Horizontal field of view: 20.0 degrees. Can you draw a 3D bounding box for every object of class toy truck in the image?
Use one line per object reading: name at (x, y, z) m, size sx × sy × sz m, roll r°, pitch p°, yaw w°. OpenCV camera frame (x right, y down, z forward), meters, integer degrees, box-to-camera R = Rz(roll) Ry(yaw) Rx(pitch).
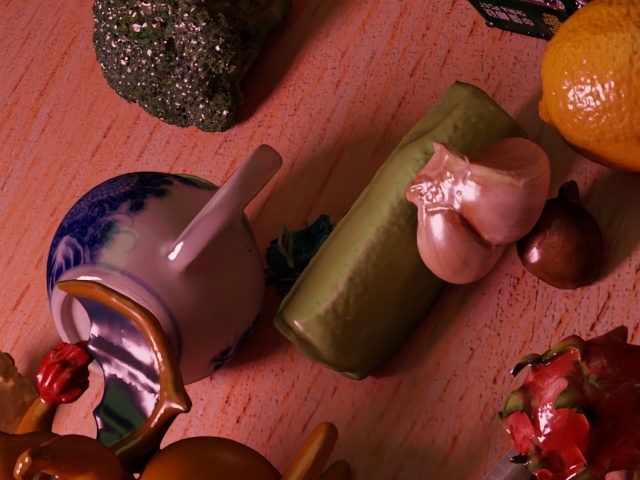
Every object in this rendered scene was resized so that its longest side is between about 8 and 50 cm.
toy truck at (-0.001, 0.000, 2.073) m, size 0.154 × 0.078 × 0.080 m, roll -21°, pitch 48°, yaw 30°
toy truck at (0.262, -0.282, 2.023) m, size 0.259 × 0.121 × 0.088 m, roll 22°, pitch 74°, yaw 50°

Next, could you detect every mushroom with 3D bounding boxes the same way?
mushroom at (0.243, -0.014, 1.858) m, size 0.088 × 0.073 × 0.129 m, roll -23°, pitch 46°, yaw 32°

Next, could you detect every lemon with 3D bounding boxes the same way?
lemon at (0.329, -0.161, 1.812) m, size 0.256 × 0.188 × 0.188 m, roll -11°, pitch 52°, yaw 33°

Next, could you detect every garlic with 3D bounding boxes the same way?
garlic at (0.162, -0.034, 1.846) m, size 0.124 × 0.099 × 0.174 m, roll 51°, pitch 128°, yaw 32°

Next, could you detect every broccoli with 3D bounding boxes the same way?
broccoli at (-0.172, -0.297, 2.362) m, size 0.275 × 0.308 × 0.308 m, roll -27°, pitch 37°, yaw -12°

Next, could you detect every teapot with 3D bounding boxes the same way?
teapot at (-0.173, 0.027, 2.095) m, size 0.424 × 0.252 × 0.280 m, roll -45°, pitch 5°, yaw 42°

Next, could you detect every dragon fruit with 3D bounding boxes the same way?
dragon fruit at (0.276, 0.143, 1.661) m, size 0.236 × 0.135 × 0.137 m, roll -19°, pitch 38°, yaw 7°

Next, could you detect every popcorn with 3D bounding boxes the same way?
popcorn at (-0.423, 0.201, 2.260) m, size 0.135 × 0.141 × 0.162 m, roll -45°, pitch 78°, yaw 1°

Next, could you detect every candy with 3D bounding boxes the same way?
candy at (0.087, -0.011, 1.952) m, size 0.343 × 0.142 × 0.132 m, roll -52°, pitch 26°, yaw -5°

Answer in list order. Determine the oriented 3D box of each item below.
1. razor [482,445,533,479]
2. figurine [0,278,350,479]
razor at (0.117, 0.299, 1.732) m, size 0.278 × 0.056 × 0.111 m, roll -52°, pitch 37°, yaw -4°
figurine at (-0.187, 0.263, 1.832) m, size 0.387 × 0.268 × 0.401 m, roll 12°, pitch 101°, yaw 14°
